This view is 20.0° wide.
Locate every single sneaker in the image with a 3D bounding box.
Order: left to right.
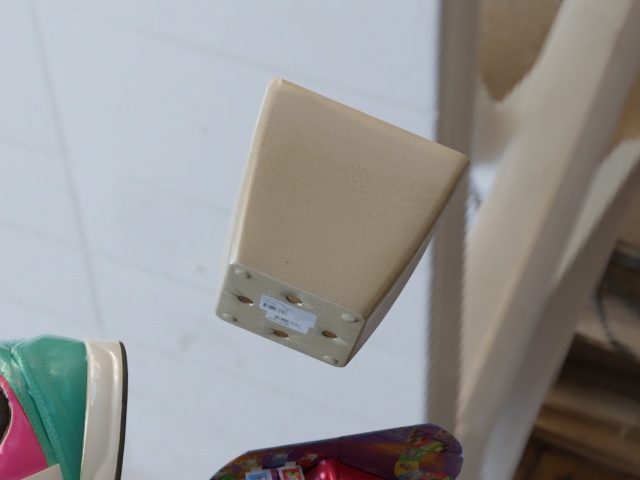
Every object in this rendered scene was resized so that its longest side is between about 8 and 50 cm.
[{"bbox_3d":[-0.212,0.182,1.057,0.178,0.295,0.124,8,149,-13],"label":"sneaker"}]

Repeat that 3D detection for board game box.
[{"bbox_3d":[0.009,0.165,1.111,0.169,0.033,0.133,-7,146,-10],"label":"board game box"}]

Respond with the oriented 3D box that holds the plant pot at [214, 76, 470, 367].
[{"bbox_3d":[0.000,0.000,0.925,0.109,0.096,0.109,23,155,1],"label":"plant pot"}]
